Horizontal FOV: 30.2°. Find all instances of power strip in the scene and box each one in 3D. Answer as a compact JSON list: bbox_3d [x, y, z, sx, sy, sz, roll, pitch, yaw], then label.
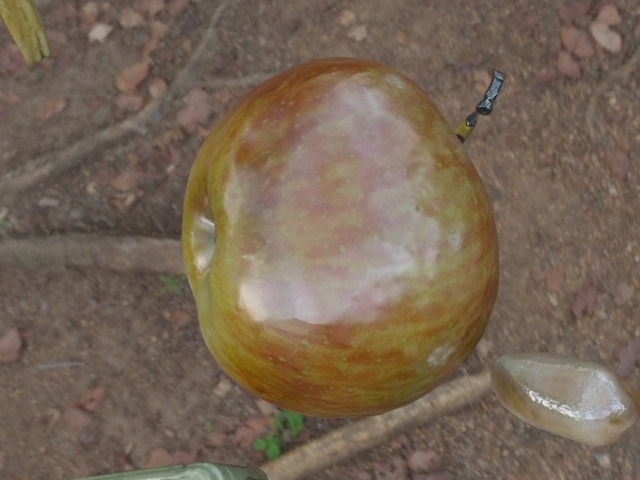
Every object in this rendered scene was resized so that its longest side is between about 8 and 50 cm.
[{"bbox_3d":[-0.179,0.253,1.109,0.387,0.092,0.066,-17,68,39],"label":"power strip"}]

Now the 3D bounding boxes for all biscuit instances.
[{"bbox_3d":[-0.272,-0.245,0.920,0.041,0.212,0.239,-33,91,-11],"label":"biscuit"}]

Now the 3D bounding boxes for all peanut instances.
[{"bbox_3d":[0.224,0.143,1.098,0.152,0.076,0.076,12,71,34],"label":"peanut"}]

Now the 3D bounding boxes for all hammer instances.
[{"bbox_3d":[0.194,-0.155,1.540,0.021,0.201,0.078,28,65,-2],"label":"hammer"}]

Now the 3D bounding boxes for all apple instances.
[{"bbox_3d":[0.000,0.000,1.015,0.250,0.277,0.309,-26,54,-23],"label":"apple"}]
